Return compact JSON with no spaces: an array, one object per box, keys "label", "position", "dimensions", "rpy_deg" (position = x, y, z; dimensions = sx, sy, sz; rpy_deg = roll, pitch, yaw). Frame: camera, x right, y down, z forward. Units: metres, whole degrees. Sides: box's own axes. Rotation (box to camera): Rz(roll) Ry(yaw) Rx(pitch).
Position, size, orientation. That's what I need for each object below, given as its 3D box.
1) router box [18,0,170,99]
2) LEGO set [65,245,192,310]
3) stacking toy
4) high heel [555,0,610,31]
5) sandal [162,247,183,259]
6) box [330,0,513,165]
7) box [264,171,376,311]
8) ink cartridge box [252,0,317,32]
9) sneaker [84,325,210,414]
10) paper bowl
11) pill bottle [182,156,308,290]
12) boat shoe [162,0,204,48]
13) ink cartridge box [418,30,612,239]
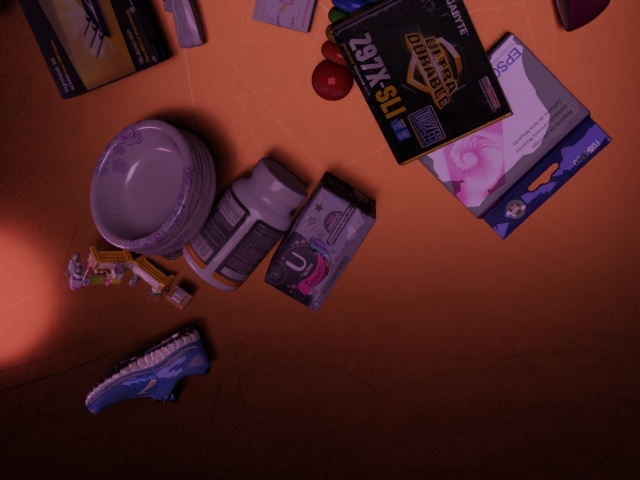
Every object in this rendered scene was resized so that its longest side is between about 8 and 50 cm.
[{"label":"router box","position":[-0.493,-0.484,1.870],"dimensions":[0.243,0.081,0.309],"rpy_deg":[-18,104,17]},{"label":"LEGO set","position":[-0.445,0.100,2.035],"dimensions":[0.287,0.132,0.107],"rpy_deg":[18,126,-24]},{"label":"stacking toy","position":[0.065,-0.444,1.823],"dimensions":[0.141,0.141,0.330],"rpy_deg":[19,110,0]},{"label":"high heel","position":[0.450,-0.598,1.736],"dimensions":[0.377,0.127,0.181],"rpy_deg":[44,94,-11]},{"label":"sandal","position":[-0.309,-0.051,2.000],"dimensions":[0.090,0.060,0.219],"rpy_deg":[36,106,-5]},{"label":"box","position":[0.203,-0.344,1.767],"dimensions":[0.257,0.079,0.322],"rpy_deg":[-23,113,14]},{"label":"box","position":[0.000,0.000,1.932],"dimensions":[0.142,0.163,0.247],"rpy_deg":[30,106,-5]},{"label":"ink cartridge box","position":[-0.072,-0.494,1.858],"dimensions":[0.122,0.052,0.088],"rpy_deg":[14,106,0]},{"label":"sneaker","position":[-0.406,0.338,2.084],"dimensions":[0.330,0.130,0.147],"rpy_deg":[-28,99,12]},{"label":"paper bowl","position":[-0.347,-0.108,1.905],"dimensions":[0.284,0.148,0.284],"rpy_deg":[-6,77,30]},{"label":"pill bottle","position":[-0.163,-0.036,1.938],"dimensions":[0.162,0.162,0.278],"rpy_deg":[40,105,-6]},{"label":"boat shoe","position":[-0.302,-0.499,1.876],"dimensions":[0.063,0.066,0.184],"rpy_deg":[-14,114,8]},{"label":"ink cartridge box","position":[0.399,-0.213,1.888],"dimensions":[0.330,0.071,0.324],"rpy_deg":[43,104,-6]}]
